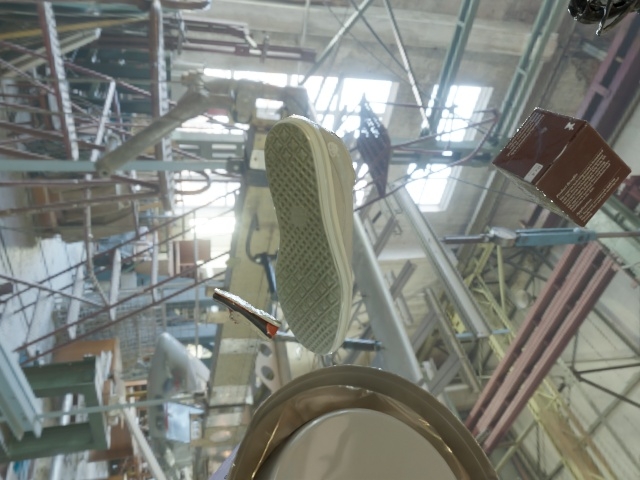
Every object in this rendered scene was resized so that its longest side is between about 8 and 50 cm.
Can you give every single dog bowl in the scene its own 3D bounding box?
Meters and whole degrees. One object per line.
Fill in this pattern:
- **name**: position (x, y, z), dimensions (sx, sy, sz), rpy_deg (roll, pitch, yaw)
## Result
- **dog bowl**: position (0.047, 0.318, 0.537), dimensions (0.102, 0.348, 0.349), rpy_deg (121, -34, -43)

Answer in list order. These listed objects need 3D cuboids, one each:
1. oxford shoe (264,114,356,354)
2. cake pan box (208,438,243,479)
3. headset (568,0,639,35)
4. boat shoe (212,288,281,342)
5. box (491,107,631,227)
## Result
- **oxford shoe**: position (0.000, 0.000, 0.890), dimensions (0.169, 0.130, 0.450), rpy_deg (8, -68, 34)
- **cake pan box**: position (-0.089, 0.474, 0.826), dimensions (0.070, 0.245, 0.267), rpy_deg (-4, -59, 50)
- **headset**: position (0.285, -0.234, 0.222), dimensions (0.394, 0.185, 0.244), rpy_deg (141, -58, -67)
- **boat shoe**: position (-0.135, 0.132, 0.868), dimensions (0.043, 0.137, 0.049), rpy_deg (-57, -165, 2)
- **box**: position (0.553, -0.169, 1.136), dimensions (0.168, 0.203, 0.167), rpy_deg (-53, -153, 11)
